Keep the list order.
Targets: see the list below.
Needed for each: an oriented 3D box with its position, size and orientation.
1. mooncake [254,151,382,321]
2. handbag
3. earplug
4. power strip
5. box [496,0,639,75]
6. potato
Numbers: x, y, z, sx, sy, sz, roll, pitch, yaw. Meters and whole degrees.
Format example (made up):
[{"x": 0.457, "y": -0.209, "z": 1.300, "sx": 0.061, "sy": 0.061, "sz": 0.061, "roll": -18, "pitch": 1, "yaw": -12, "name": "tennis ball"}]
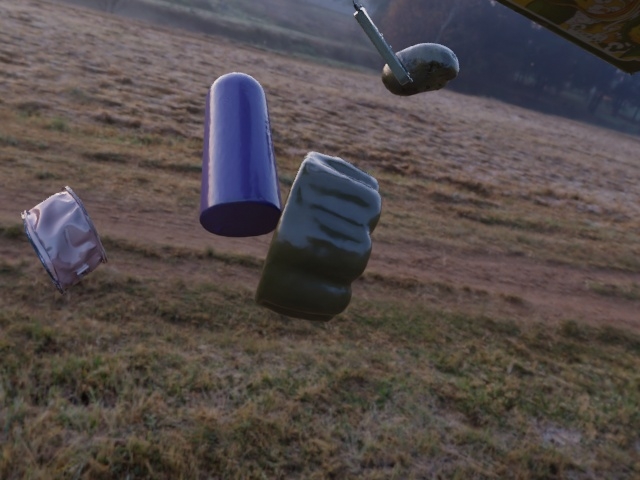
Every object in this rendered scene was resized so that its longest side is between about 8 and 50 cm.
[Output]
[{"x": 0.000, "y": 0.000, "z": 1.311, "sx": 0.200, "sy": 0.379, "sz": 0.378, "roll": 20, "pitch": 19, "yaw": -2, "name": "mooncake"}, {"x": -0.526, "y": -0.004, "z": 1.194, "sx": 0.116, "sy": 0.179, "sz": 0.205, "roll": -29, "pitch": 47, "yaw": -23, "name": "handbag"}, {"x": -0.217, "y": -0.249, "z": 1.566, "sx": 0.215, "sy": 0.215, "sz": 0.456, "roll": 6, "pitch": 64, "yaw": -25, "name": "earplug"}, {"x": 0.137, "y": -0.450, "z": 1.335, "sx": 0.227, "sy": 0.029, "sz": 0.080, "roll": 52, "pitch": 20, "yaw": -14, "name": "power strip"}, {"x": 0.397, "y": -0.370, "z": 0.669, "sx": 0.420, "sy": 0.138, "sz": 0.373, "roll": 16, "pitch": -8, "yaw": -24, "name": "box"}, {"x": 0.336, "y": -0.582, "z": 1.982, "sx": 0.262, "sy": 0.165, "sz": 0.165, "roll": -5, "pitch": 16, "yaw": 12, "name": "potato"}]
